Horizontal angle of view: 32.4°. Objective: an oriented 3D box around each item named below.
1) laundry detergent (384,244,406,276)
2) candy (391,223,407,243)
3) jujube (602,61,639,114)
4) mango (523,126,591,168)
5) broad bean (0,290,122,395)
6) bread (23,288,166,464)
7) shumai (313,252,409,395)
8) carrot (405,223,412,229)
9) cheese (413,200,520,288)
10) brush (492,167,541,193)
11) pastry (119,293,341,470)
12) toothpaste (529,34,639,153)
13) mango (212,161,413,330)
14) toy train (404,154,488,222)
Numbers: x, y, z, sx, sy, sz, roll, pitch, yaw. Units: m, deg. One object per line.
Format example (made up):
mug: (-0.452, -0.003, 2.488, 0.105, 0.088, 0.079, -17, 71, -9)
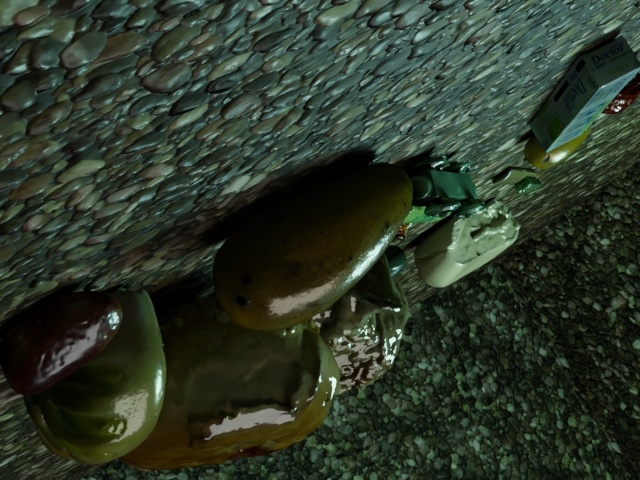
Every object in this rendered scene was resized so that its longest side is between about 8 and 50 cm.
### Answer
laundry detergent: (0.096, 0.068, 2.271, 0.144, 0.078, 0.221, -23, 180, 20)
candy: (0.120, -0.025, 2.090, 0.055, 0.049, 0.184, -39, 161, 11)
jujube: (0.525, -0.270, 1.926, 0.129, 0.077, 0.077, -38, 176, -31)
mango: (0.461, -0.195, 2.119, 0.161, 0.076, 0.103, -35, 167, -23)
broad bean: (-0.318, 0.121, 1.354, 0.165, 0.084, 0.114, -30, 161, -7)
bread: (-0.292, 0.192, 1.472, 0.158, 0.261, 0.156, -7, -163, -43)
shumai: (0.023, 0.137, 1.913, 0.314, 0.267, 0.262, -35, 174, -12)
carrot: (0.120, -0.002, 2.199, 0.165, 0.036, 0.035, -34, 170, 11)
cheese: (0.351, 0.006, 2.666, 0.266, 0.127, 0.233, -26, 167, -40)
brush: (0.445, -0.133, 2.477, 0.054, 0.048, 0.282, -37, 168, 19)
pastry: (-0.170, 0.220, 1.745, 0.409, 0.245, 0.409, -11, 163, -3)
toothpaste: (0.436, -0.237, 1.836, 0.081, 0.067, 0.336, -28, 170, -9)
mango: (0.002, 0.004, 1.508, 0.329, 0.176, 0.176, -28, -145, -15)
toy train: (0.171, -0.072, 1.829, 0.157, 0.105, 0.253, -20, 174, 25)
